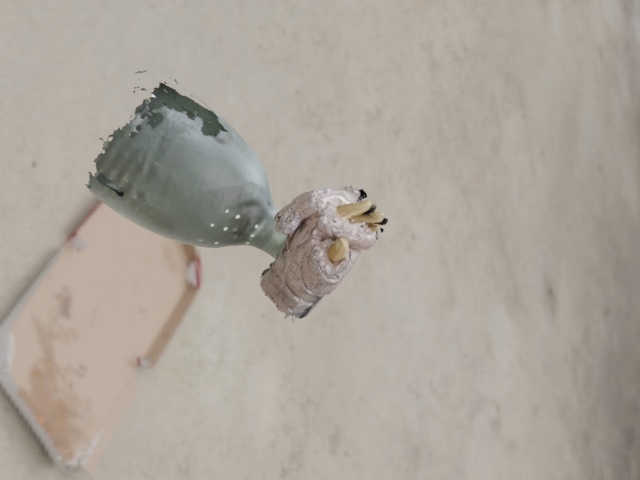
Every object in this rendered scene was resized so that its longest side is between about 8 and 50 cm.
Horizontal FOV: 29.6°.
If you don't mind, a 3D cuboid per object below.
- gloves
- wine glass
[{"bbox_3d":[-0.005,0.005,1.158,0.144,0.094,0.110,-56,169,12],"label":"gloves"},{"bbox_3d":[-0.135,-0.058,1.592,0.357,0.190,0.190,36,38,-5],"label":"wine glass"}]
